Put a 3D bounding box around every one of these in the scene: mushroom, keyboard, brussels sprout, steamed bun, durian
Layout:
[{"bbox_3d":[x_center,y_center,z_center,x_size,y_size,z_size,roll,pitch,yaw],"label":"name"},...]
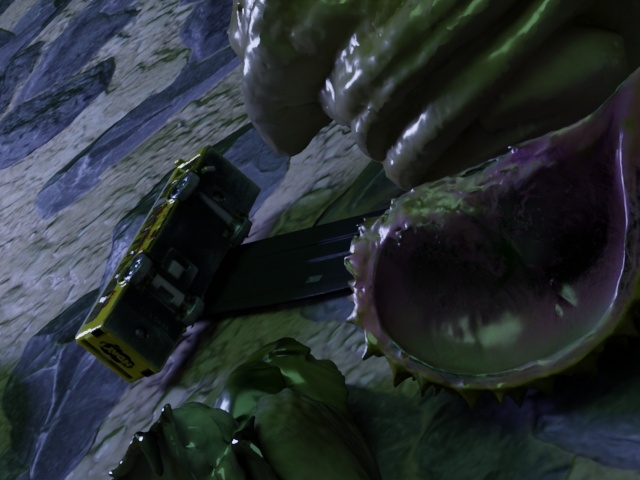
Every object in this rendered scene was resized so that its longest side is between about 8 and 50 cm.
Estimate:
[{"bbox_3d":[-0.028,0.191,1.064,0.164,0.189,0.267,-25,-23,-44],"label":"mushroom"},{"bbox_3d":[0.009,0.009,1.492,0.381,0.041,0.103,-21,31,50],"label":"keyboard"},{"bbox_3d":[-0.044,0.141,1.272,0.139,0.100,0.181,-50,28,30],"label":"brussels sprout"},{"bbox_3d":[0.106,-0.153,1.345,0.372,0.230,0.325,-5,-7,13],"label":"steamed bun"},{"bbox_3d":[0.144,0.021,1.162,0.260,0.154,0.186,-14,57,41],"label":"durian"}]

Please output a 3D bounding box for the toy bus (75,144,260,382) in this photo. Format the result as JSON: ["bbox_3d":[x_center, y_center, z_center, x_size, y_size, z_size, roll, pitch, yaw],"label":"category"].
[{"bbox_3d":[-0.131,0.021,1.580,0.074,0.081,0.226,-30,27,48],"label":"toy bus"}]
